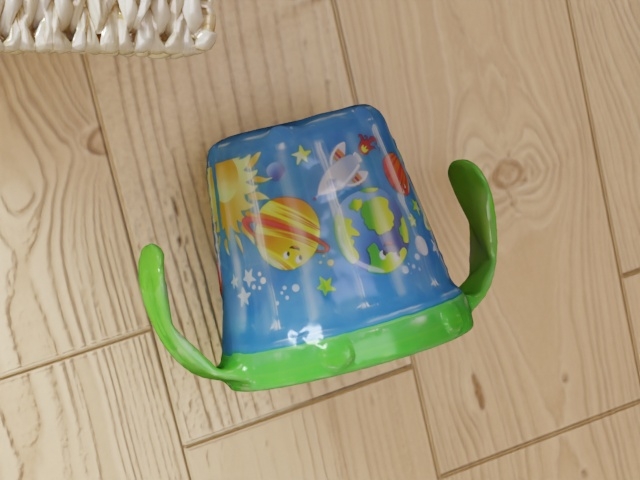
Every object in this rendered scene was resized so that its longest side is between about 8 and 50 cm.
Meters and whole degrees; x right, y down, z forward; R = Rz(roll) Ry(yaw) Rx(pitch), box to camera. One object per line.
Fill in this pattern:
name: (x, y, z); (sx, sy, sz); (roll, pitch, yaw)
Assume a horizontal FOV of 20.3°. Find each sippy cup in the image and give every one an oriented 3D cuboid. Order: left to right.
sippy cup: (0.000, 0.000, 1.619); (0.305, 0.240, 0.224); (-19, 95, -59)

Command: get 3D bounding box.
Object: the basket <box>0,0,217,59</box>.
basket: (-0.256, -0.303, 1.408); (0.266, 0.331, 0.328); (0, 97, -29)
